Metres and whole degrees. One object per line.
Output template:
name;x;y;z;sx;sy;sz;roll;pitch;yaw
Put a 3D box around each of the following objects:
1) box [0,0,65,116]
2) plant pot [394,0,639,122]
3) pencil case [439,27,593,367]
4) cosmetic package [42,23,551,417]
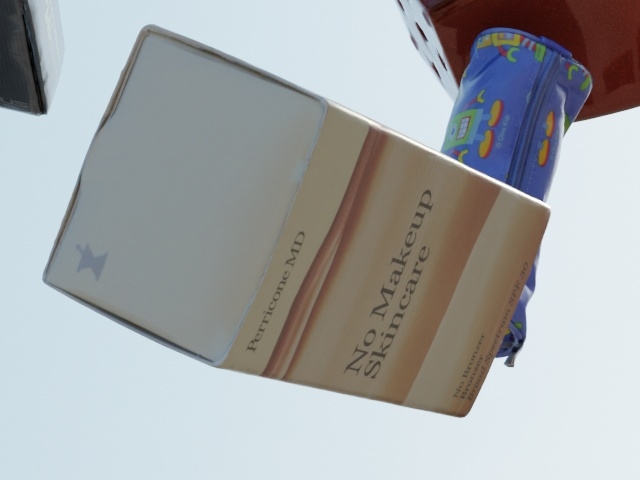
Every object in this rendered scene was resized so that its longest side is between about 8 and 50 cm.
box;-0.282;-0.160;1.172;0.233;0.059;0.183;12;-21;0
plant pot;0.200;-0.262;1.856;0.236;0.267;0.267;-28;-45;-1
pencil case;0.156;-0.043;1.672;0.119;0.306;0.133;26;-24;-18
cosmetic package;0.000;0.000;1.055;0.296;0.129;0.153;16;-83;-59
